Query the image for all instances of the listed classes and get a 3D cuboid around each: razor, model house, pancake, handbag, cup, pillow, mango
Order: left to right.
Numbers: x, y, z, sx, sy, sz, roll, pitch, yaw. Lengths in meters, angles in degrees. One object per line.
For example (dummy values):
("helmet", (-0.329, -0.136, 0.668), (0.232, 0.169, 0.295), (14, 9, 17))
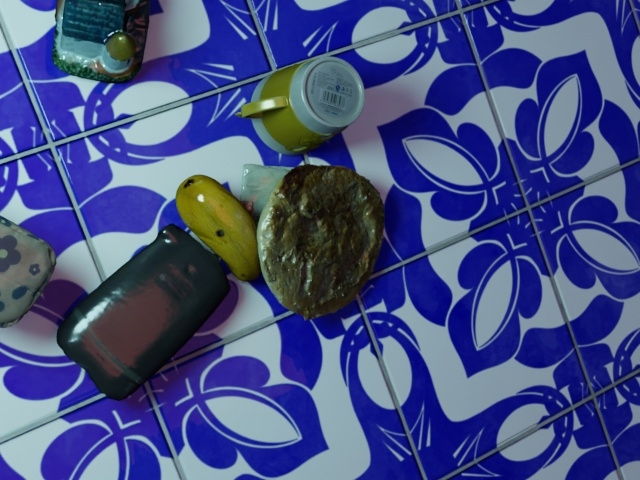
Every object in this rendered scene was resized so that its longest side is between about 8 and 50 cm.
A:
("handbag", (-0.626, 0.034, 1.560), (0.251, 0.193, 0.190), (30, 83, -19))
("model house", (-0.406, -0.448, 1.616), (0.184, 0.291, 0.253), (10, 84, -15))
("razor", (-0.344, 0.137, 1.705), (0.204, 0.113, 0.349), (47, 73, -10))
("mango", (-0.191, -0.027, 1.753), (0.109, 0.157, 0.262), (-50, 120, -23))
("pillow", (-0.064, -0.095, 1.855), (0.229, 0.051, 0.128), (3, 84, -21))
("cup", (-0.047, -0.278, 1.775), (0.241, 0.226, 0.185), (-12, 92, -29))
("pancake", (0.001, 0.000, 1.810), (0.356, 0.065, 0.356), (-6, 98, -45))
